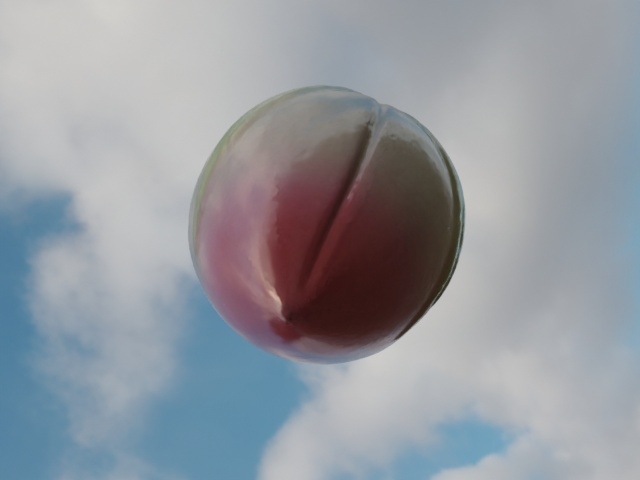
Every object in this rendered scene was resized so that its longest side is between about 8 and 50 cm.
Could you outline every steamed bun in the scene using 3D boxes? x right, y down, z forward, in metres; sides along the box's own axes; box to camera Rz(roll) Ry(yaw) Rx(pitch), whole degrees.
[{"bbox_3d":[0.000,0.000,0.835,0.309,0.309,0.309,-16,-65,-38],"label":"steamed bun"}]
